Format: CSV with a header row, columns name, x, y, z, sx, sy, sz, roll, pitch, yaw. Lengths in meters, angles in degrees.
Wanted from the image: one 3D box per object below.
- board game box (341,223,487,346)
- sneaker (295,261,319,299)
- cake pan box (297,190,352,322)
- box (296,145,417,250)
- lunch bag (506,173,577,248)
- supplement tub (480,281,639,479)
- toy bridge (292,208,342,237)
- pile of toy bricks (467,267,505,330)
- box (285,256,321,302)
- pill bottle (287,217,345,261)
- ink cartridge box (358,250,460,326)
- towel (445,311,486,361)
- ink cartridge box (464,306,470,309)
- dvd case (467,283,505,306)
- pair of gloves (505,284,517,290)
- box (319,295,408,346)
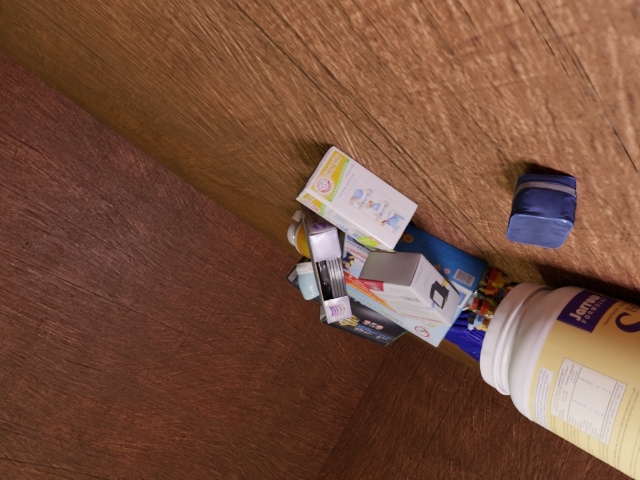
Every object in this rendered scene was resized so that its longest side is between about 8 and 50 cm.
name,x,y,z,sx,sy,sz,roll,pitch,yaw
board game box,0.200,0.092,1.035,0.308,0.086,0.302,30,150,17
sneaker,0.061,0.148,1.514,0.365,0.150,0.135,1,173,-40
cake pan box,0.006,0.030,1.037,0.267,0.070,0.246,-108,4,-63
box,0.067,-0.077,0.842,0.203,0.103,0.114,34,171,-9
lunch bag,0.266,-0.037,0.513,0.067,0.065,0.098,12,163,21
supplement tub,0.452,0.212,0.657,0.331,0.241,0.241,22,167,48
toy bridge,-0.001,-0.063,1.278,0.188,0.063,0.026,23,168,38
pile of toy bricks,0.396,0.157,0.943,0.105,0.118,0.212,19,155,25
box,0.006,0.107,1.625,0.183,0.233,0.059,41,179,-42
pill bottle,0.000,0.000,1.376,0.136,0.136,0.245,39,169,-39
ink cartridge box,0.181,0.096,0.856,0.127,0.072,0.175,3,150,47
towel,0.539,0.354,1.495,0.308,0.076,0.227,35,154,-21
ink cartridge box,0.349,0.202,1.261,0.104,0.180,0.060,11,-125,-62
dvd case,0.451,0.172,1.120,0.238,0.030,0.179,32,171,7
pair of gloves,0.442,0.116,0.907,0.083,0.010,0.074,31,177,2
box,0.195,0.216,1.393,0.295,0.073,0.293,27,129,-25
